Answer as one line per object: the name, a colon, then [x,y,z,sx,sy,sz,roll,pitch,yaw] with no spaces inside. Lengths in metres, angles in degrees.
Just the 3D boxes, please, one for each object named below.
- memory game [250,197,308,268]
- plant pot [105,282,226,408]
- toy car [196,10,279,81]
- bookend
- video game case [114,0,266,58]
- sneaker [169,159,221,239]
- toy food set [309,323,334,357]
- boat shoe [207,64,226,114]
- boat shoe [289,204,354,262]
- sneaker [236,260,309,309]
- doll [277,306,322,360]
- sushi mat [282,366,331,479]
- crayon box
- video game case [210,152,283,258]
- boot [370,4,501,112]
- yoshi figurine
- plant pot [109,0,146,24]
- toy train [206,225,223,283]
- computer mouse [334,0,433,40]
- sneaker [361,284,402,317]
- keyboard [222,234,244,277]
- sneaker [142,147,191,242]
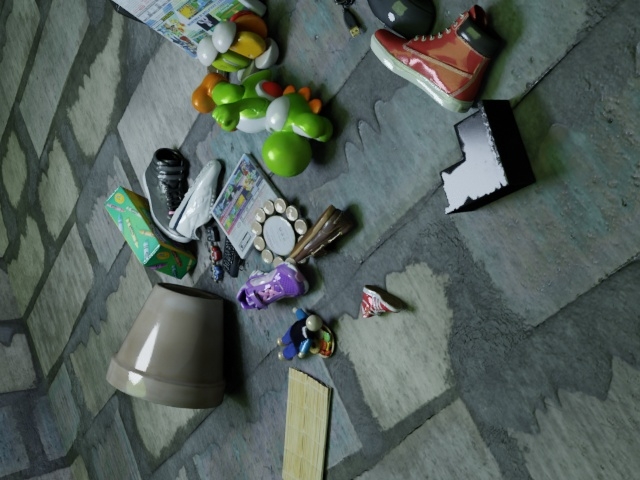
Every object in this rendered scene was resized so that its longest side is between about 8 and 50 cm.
memory game: [-0.095,-0.012,1.918,0.186,0.012,0.186,14,113,34]
plant pot: [-0.391,0.271,2.173,0.323,0.323,0.280,16,92,49]
toy car: [-0.193,-0.471,1.890,0.182,0.159,0.136,-23,57,51]
bookend: [0.277,-0.145,1.416,0.157,0.072,0.156,-29,73,50]
video game case: [-0.338,-0.590,1.951,0.329,0.300,0.036,-14,51,51]
sneaker: [-0.318,-0.112,2.165,0.095,0.090,0.235,31,112,-6]
toy food set: [0.003,0.233,1.867,0.083,0.020,0.082,26,116,46]
boat shoe: [-0.266,-0.401,2.078,0.056,0.048,0.152,21,120,35]
boat shoe: [0.000,0.000,1.789,0.073,0.073,0.207,35,142,-9]
sneaker: [-0.122,0.121,1.919,0.236,0.104,0.095,-17,107,53]
doll: [-0.050,0.219,1.886,0.189,0.046,0.129,135,135,-54]
sushi mat: [-0.036,0.475,1.959,0.151,0.019,0.316,22,113,49]
crayon box: [-0.492,-0.023,2.310,0.081,0.165,0.278,-46,56,10]
video game case: [-0.189,-0.087,2.021,0.183,0.023,0.201,53,124,31]
boot: [0.209,-0.367,1.448,0.244,0.088,0.176,40,126,27]
yoshi figurine: [-0.137,-0.253,1.828,0.362,0.204,0.202,24,134,38]
plant pot: [-0.493,-0.710,2.200,0.187,0.167,0.188,58,137,28]
toy train: [-0.288,0.039,2.192,0.036,0.027,0.158,-3,93,41]
computer mouse: [0.106,-0.463,1.581,0.262,0.060,0.184,60,136,26]
sneaker: [0.127,0.143,1.678,0.118,0.042,0.066,32,117,53]
keyboard: [-0.234,0.005,2.109,0.100,0.038,0.191,32,121,44]
sneaker: [-0.423,-0.139,2.261,0.295,0.105,0.146,62,143,30]
